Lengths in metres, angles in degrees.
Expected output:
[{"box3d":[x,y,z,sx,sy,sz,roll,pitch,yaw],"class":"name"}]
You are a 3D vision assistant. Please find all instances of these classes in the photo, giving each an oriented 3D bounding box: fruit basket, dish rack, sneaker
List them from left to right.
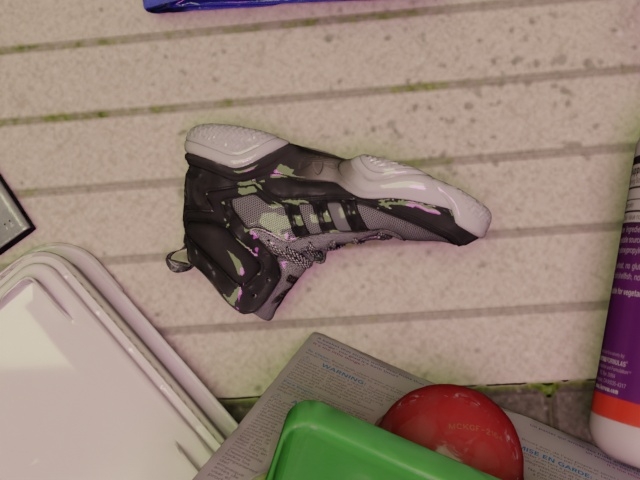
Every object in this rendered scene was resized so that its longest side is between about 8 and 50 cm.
[{"box3d":[-0.232,0.183,0.910,0.285,0.072,0.333,-42,75,-7],"class":"dish rack"},{"box3d":[0.000,0.000,0.920,0.269,0.101,0.153,15,90,13],"class":"sneaker"},{"box3d":[0.086,0.199,0.778,0.327,0.353,0.165,21,107,10],"class":"fruit basket"}]

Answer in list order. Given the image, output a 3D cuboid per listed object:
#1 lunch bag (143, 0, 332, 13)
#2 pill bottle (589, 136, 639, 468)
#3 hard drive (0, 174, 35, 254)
[{"box3d":[-0.045,-0.316,0.934,0.293,0.138,0.220,-2,90,16],"class":"lunch bag"},{"box3d":[0.319,0.021,0.835,0.182,0.181,0.322,10,88,8],"class":"pill bottle"},{"box3d":[-0.335,-0.040,0.999,0.094,0.022,0.135,-35,83,4],"class":"hard drive"}]
